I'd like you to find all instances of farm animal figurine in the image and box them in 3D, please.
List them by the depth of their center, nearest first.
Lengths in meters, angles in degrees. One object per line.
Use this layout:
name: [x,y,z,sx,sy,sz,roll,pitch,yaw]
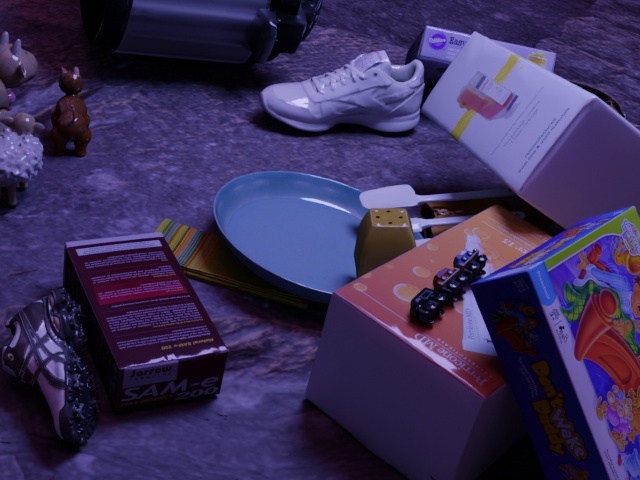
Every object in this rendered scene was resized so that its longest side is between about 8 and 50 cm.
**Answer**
farm animal figurine: [-0.507,-0.222,1.452,0.330,0.172,0.327,17,34,6]

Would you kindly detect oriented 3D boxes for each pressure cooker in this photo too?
pressure cooker: [-0.198,-0.496,1.774,0.420,0.369,0.375,0,7,-23]

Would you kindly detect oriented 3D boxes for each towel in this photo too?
towel: [-0.120,0.028,1.360,0.237,0.021,0.102,16,34,4]

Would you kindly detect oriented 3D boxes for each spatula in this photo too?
spatula: [0.188,-0.032,1.426,0.242,0.019,0.168,-6,37,-7]

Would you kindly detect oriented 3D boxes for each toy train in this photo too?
toy train: [0.144,0.049,1.115,0.036,0.027,0.158,18,32,29]

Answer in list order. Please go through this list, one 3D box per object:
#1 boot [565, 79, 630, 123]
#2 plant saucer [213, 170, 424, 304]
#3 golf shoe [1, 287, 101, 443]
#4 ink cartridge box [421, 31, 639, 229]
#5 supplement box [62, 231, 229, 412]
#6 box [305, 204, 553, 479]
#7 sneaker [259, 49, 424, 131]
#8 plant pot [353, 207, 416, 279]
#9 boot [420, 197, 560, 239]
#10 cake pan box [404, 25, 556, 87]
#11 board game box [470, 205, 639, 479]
boot: [0.534,-0.187,1.803,0.305,0.115,0.112,25,31,-7]
plant saucer: [0.000,0.000,1.402,0.318,0.043,0.317,13,30,-8]
golf shoe: [-0.299,0.148,1.091,0.094,0.077,0.198,-20,47,-1]
ink cartridge box: [0.348,-0.130,1.449,0.279,0.160,0.384,30,13,-25]
supplement box: [-0.215,0.090,1.188,0.130,0.073,0.239,-7,38,-26]
box: [0.184,0.120,1.199,0.215,0.168,0.345,34,39,28]
sneaker: [0.041,-0.271,1.738,0.305,0.152,0.114,-3,40,-22]
plant pot: [0.088,0.003,1.302,0.081,0.083,0.081,1,31,-2]
boot: [0.267,0.029,1.440,0.211,0.104,0.295,-2,31,-14]
cake pan box: [0.290,-0.325,1.879,0.246,0.070,0.267,14,-1,-1]
board game box: [0.316,0.162,1.069,0.233,0.078,0.347,-25,94,-43]
